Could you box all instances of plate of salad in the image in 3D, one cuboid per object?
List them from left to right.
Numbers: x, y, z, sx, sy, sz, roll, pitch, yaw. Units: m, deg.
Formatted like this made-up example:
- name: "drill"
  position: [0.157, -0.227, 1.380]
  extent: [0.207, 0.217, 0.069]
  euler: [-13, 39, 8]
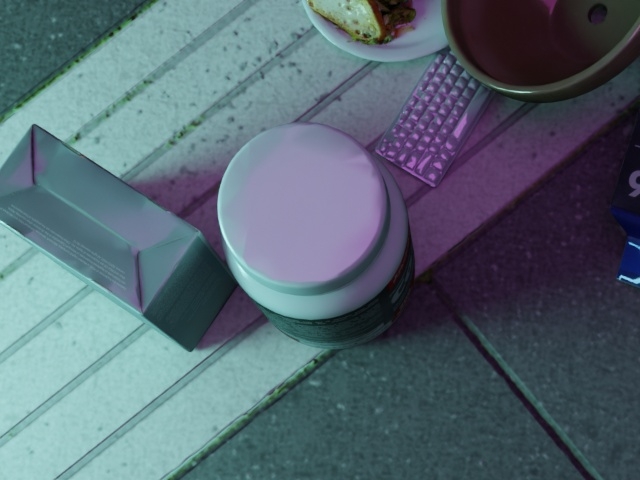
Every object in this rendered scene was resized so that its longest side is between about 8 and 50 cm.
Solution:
- name: "plate of salad"
  position: [0.074, -0.275, 1.450]
  extent: [0.199, 0.048, 0.200]
  euler: [-2, 75, 9]

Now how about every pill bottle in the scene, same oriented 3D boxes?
- name: "pill bottle"
  position: [0.000, 0.000, 1.282]
  extent: [0.161, 0.283, 0.161]
  euler: [-1, 78, 5]

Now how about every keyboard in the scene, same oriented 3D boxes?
- name: "keyboard"
  position: [0.150, -0.176, 1.444]
  extent: [0.072, 0.014, 0.256]
  euler: [31, 83, 11]

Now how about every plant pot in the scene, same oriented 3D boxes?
- name: "plant pot"
  position: [0.241, -0.233, 1.370]
  extent: [0.237, 0.109, 0.237]
  euler: [-14, 67, 35]

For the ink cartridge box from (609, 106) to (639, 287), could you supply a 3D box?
- name: "ink cartridge box"
  position: [0.368, -0.097, 1.299]
  extent: [0.165, 0.065, 0.333]
  euler: [20, 101, 36]

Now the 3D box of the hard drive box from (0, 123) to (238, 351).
- name: "hard drive box"
  position: [-0.186, 0.005, 1.326]
  extent: [0.181, 0.232, 0.089]
  euler: [33, 82, 10]
